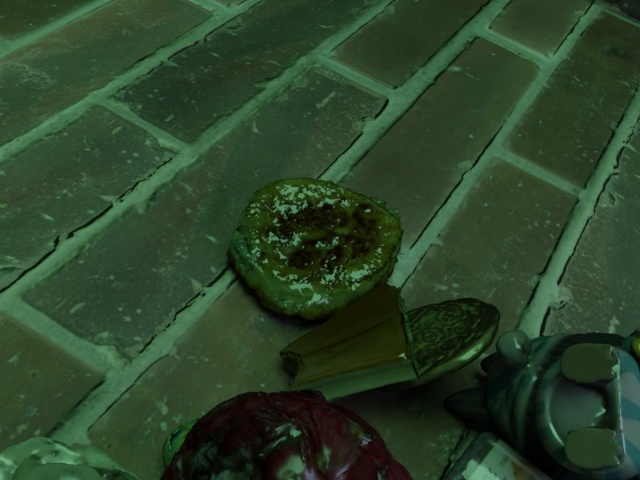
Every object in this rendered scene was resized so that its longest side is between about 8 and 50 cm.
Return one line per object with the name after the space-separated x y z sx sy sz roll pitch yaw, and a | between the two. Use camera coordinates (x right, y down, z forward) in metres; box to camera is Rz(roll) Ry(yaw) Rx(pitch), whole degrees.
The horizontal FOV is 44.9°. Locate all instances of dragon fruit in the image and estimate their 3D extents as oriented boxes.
-0.044 0.330 0.915 0.329 0.329 0.329 8 45 -8 | dragon fruit

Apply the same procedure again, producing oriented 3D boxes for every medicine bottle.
0.286 0.403 1.047 0.273 0.165 0.165 36 47 18 | medicine bottle

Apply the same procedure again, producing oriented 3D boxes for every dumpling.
-0.310 0.337 0.958 0.250 0.132 0.162 34 50 16 | dumpling

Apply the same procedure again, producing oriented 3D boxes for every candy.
-0.077 0.269 1.141 0.335 0.093 0.092 -13 50 -37 | candy

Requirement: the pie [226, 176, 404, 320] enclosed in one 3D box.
0.000 0.000 1.407 0.288 0.103 0.355 23 46 14 | pie

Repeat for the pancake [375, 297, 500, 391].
0.177 0.160 1.247 0.250 0.031 0.250 -23 16 7 | pancake

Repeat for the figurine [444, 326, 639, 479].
0.325 0.257 1.119 0.361 0.377 0.267 18 65 -44 | figurine

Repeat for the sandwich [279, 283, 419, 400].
0.039 0.158 1.237 0.212 0.063 0.245 -15 20 7 | sandwich
